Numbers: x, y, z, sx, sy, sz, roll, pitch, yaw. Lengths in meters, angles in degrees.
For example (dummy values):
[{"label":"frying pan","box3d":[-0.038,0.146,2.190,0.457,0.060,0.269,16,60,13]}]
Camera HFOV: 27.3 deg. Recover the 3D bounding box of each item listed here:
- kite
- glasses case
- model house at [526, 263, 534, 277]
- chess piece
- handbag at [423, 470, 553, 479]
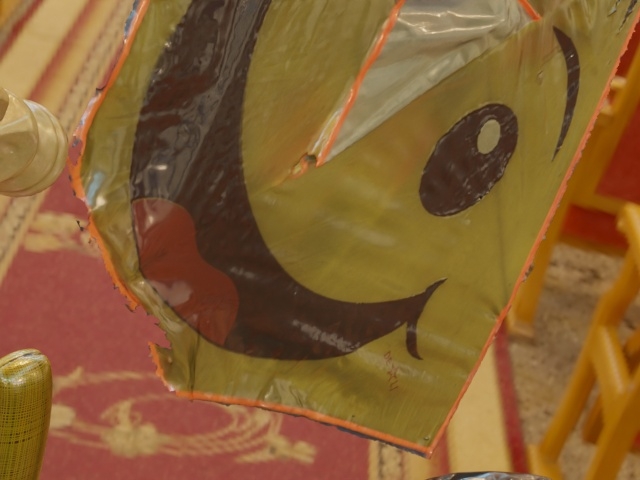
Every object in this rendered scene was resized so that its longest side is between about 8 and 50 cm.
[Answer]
[{"label":"kite","box3d":[0.045,-0.060,0.545,0.327,0.377,0.013,-35,41,-28]},{"label":"glasses case","box3d":[-0.332,0.221,1.409,0.064,0.234,0.079,31,30,30]},{"label":"model house","box3d":[0.132,-0.010,1.516,0.214,0.189,0.195,-4,-15,30]},{"label":"chess piece","box3d":[-0.270,-0.083,1.057,0.090,0.090,0.200,18,-1,4]},{"label":"handbag","box3d":[0.118,0.378,1.202,0.178,0.275,0.301,4,68,-37]}]
